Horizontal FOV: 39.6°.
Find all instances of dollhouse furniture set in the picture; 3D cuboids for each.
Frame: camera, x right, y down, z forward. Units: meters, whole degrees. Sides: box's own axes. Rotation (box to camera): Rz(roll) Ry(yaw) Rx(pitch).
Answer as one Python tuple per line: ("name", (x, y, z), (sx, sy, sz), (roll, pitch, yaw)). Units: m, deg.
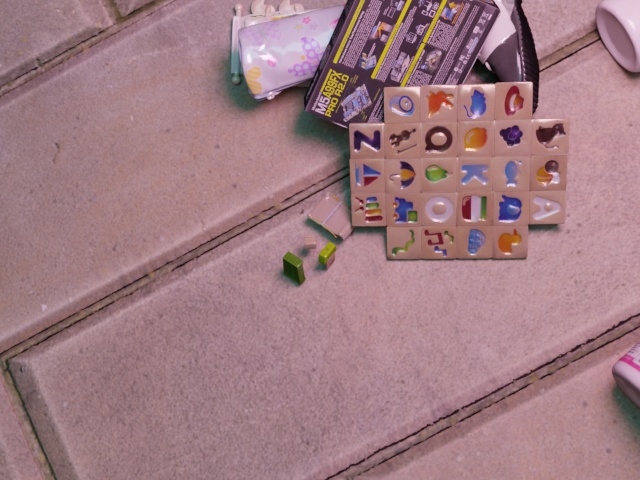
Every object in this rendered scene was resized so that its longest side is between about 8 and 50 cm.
("dollhouse furniture set", (0.000, 0.000, 1.487), (0.076, 0.058, 0.151), (31, 66, 19))

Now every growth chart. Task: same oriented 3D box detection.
("growth chart", (-0.047, -0.337, 1.555), (0.237, 0.021, 0.171), (8, 81, 9))

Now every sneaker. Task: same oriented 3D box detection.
("sneaker", (0.270, -0.349, 1.479), (0.146, 0.122, 0.330), (-17, 79, 23))

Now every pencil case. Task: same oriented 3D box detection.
("pencil case", (-0.003, -0.319, 1.475), (0.273, 0.113, 0.124), (-14, 72, 4))

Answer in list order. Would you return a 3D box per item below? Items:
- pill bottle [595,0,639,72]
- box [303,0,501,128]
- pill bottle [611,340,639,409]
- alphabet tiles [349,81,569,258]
("pill bottle", (0.572, -0.380, 1.424), (0.229, 0.131, 0.131), (-30, 77, 2))
("box", (0.123, -0.290, 1.399), (0.216, 0.060, 0.270), (19, 117, -12))
("pill bottle", (0.587, 0.154, 1.311), (0.283, 0.160, 0.160), (-42, 77, -1))
("alphabet tiles", (0.218, -0.106, 1.417), (0.343, 0.011, 0.285), (-1, 107, 7))
